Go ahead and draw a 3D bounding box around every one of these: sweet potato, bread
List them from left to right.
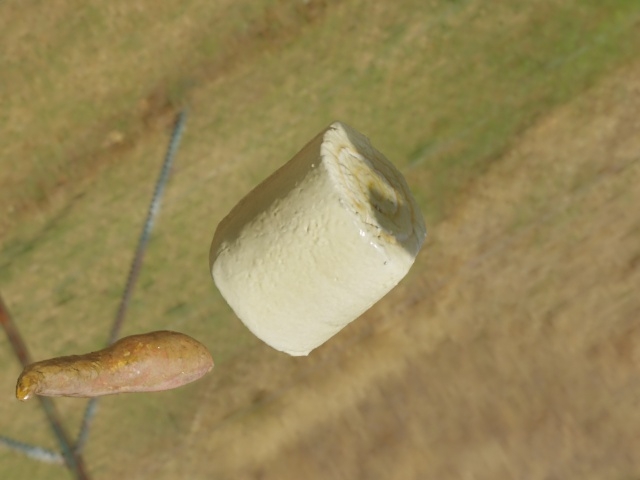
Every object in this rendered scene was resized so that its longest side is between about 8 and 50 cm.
[{"bbox_3d":[-0.164,0.100,1.200,0.050,0.050,0.214,-42,158,32],"label":"sweet potato"},{"bbox_3d":[0.000,0.000,1.247,0.141,0.134,0.148,-40,-157,26],"label":"bread"}]
